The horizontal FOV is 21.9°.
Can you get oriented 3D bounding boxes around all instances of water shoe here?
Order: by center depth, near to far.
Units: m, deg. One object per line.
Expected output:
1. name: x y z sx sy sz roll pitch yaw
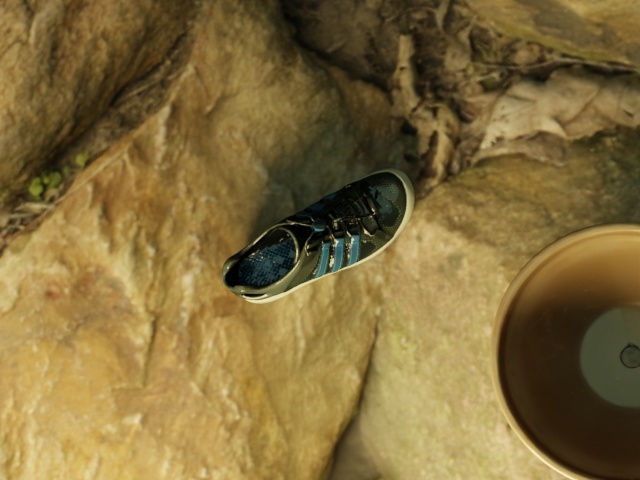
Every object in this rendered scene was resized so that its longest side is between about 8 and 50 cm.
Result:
1. water shoe: 0.000 0.000 1.577 0.203 0.080 0.073 -34 79 10

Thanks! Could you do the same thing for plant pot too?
1. plant pot: 0.277 0.103 1.485 0.237 0.110 0.237 -1 87 14
